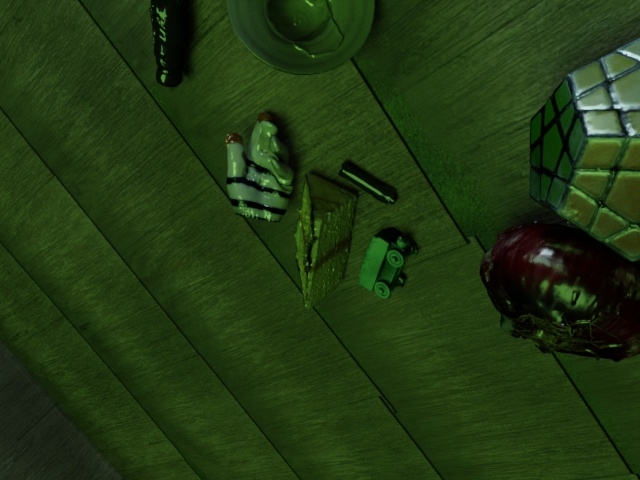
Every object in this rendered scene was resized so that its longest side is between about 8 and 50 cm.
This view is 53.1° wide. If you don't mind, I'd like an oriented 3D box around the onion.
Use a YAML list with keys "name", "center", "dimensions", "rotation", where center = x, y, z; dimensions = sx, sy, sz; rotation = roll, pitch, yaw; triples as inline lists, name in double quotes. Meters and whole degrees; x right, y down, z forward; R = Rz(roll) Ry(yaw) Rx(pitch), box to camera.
- name: "onion"
  center: [0.427, 0.080, 1.098]
  dimensions: [0.314, 0.232, 0.314]
  rotation: [30, 164, 9]

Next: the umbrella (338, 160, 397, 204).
- name: "umbrella"
  center: [0.096, -0.113, 1.294]
  dimensions: [0.133, 0.031, 0.036]
  rotation: [34, 159, 7]

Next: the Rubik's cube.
- name: "Rubik's cube"
  center: [0.453, -0.123, 0.904]
  dimensions: [0.319, 0.319, 0.264]
  rotation: [-38, 72, 43]

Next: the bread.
- name: "bread"
  center: [0.000, 0.000, 1.377]
  dimensions: [0.178, 0.142, 0.266]
  rotation: [-120, 30, -42]

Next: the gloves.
- name: "gloves"
  center: [-0.119, -0.155, 1.351]
  dimensions: [0.140, 0.131, 0.218]
  rotation: [13, 97, 26]

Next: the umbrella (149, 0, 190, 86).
- name: "umbrella"
  center: [-0.303, -0.466, 1.238]
  dimensions: [0.106, 0.113, 0.357]
  rotation: [11, 129, -2]

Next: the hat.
- name: "hat"
  center: [-0.039, -0.396, 1.112]
  dimensions: [0.252, 0.252, 0.110]
  rotation: [45, 173, -4]

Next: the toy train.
- name: "toy train"
  center: [0.138, 0.048, 1.357]
  dimensions: [0.099, 0.070, 0.172]
  rotation: [34, 133, 21]
